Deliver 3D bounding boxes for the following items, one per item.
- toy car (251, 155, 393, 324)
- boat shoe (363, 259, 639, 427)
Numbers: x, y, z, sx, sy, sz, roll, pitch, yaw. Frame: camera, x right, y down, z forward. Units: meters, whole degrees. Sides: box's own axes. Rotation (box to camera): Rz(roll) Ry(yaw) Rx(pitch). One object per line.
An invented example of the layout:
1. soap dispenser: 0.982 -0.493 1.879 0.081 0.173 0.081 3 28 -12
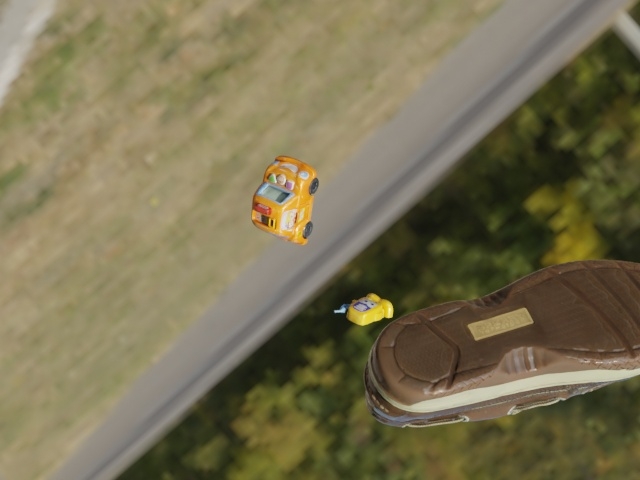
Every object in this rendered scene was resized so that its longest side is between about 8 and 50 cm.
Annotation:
1. toy car: 0.000 0.000 1.255 0.040 0.122 0.060 -23 146 -49
2. boat shoe: 0.148 0.080 1.410 0.257 0.095 0.095 -7 150 -18
